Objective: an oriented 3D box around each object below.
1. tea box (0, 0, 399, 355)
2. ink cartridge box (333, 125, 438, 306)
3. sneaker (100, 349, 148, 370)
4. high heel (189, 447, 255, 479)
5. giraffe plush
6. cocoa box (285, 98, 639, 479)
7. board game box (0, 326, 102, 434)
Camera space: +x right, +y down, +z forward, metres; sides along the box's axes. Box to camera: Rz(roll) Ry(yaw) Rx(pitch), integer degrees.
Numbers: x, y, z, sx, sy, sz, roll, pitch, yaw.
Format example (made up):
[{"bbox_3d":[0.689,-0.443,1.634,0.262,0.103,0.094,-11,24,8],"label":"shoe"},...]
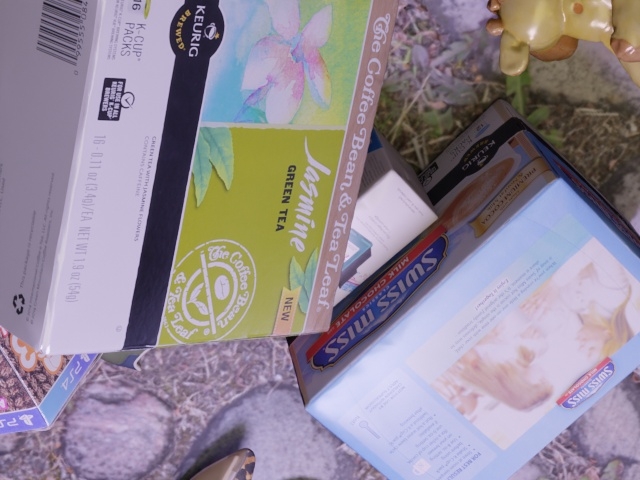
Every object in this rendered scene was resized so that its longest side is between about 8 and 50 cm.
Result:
[{"bbox_3d":[-0.142,-0.096,1.447,0.323,0.220,0.329,-3,111,-42],"label":"tea box"},{"bbox_3d":[0.000,0.000,1.702,0.231,0.134,0.078,-40,114,11],"label":"ink cartridge box"},{"bbox_3d":[-0.169,0.063,1.746,0.086,0.064,0.192,37,110,-22],"label":"sneaker"},{"bbox_3d":[-0.094,0.359,1.886,0.186,0.093,0.261,25,107,-29],"label":"high heel"},{"bbox_3d":[0.255,-0.230,1.636,0.170,0.181,0.210,-15,129,22],"label":"giraffe plush"},{"bbox_3d":[0.162,0.075,1.709,0.347,0.228,0.231,-43,113,11],"label":"cocoa box"},{"bbox_3d":[-0.388,0.044,1.608,0.232,0.141,0.291,-10,120,29],"label":"board game box"}]
